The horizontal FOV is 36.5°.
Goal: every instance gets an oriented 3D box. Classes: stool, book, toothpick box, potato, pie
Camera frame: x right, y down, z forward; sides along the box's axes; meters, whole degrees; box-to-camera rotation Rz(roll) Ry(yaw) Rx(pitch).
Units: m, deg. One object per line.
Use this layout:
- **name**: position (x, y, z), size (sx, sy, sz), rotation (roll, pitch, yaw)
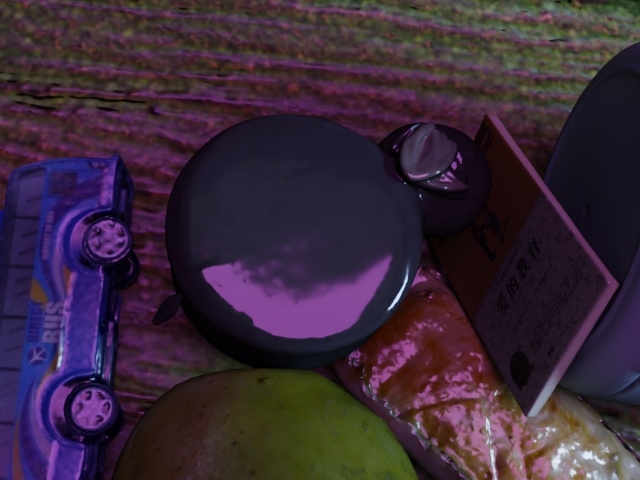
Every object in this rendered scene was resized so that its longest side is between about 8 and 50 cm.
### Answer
- **stool**: position (0.003, 0.009, 0.639), size (0.228, 0.139, 0.153), rotation (-5, 72, -7)
- **book**: position (0.125, 0.013, 0.639), size (0.012, 0.118, 0.172), rotation (2, 39, -23)
- **toothpick box**: position (0.345, 0.009, 0.643), size (0.354, 0.263, 0.263), rotation (13, 72, -7)
- **potato**: position (-0.023, 0.225, 0.546), size (0.215, 0.216, 0.304), rotation (0, 77, -10)
- **pie**: position (0.133, 0.135, 0.668), size (0.282, 0.068, 0.128), rotation (42, 64, 13)

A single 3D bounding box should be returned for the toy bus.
- **toy bus**: position (-0.171, 0.061, 0.632), size (0.094, 0.079, 0.237), rotation (4, 73, -7)
